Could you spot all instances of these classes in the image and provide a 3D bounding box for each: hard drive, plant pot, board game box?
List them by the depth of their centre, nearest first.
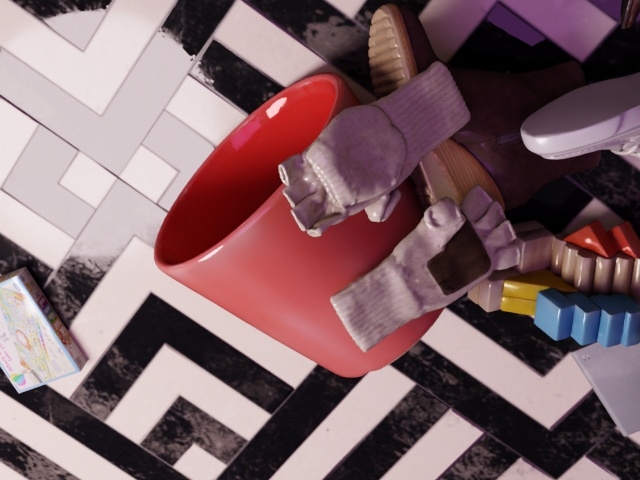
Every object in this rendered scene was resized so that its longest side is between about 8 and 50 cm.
[{"bbox_3d":[0.000,0.000,1.288,0.275,0.275,0.243,-35,116,26],"label":"plant pot"},{"bbox_3d":[0.369,0.161,1.415,0.094,0.022,0.135,-27,109,23],"label":"hard drive"},{"bbox_3d":[-0.386,0.117,1.551,0.103,0.026,0.154,-20,112,21],"label":"board game box"}]

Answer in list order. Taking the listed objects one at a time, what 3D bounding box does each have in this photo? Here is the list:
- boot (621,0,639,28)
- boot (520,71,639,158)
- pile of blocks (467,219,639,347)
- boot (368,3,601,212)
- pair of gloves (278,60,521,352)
[{"bbox_3d":[0.366,-0.247,1.191,0.114,0.037,0.106,14,122,-1],"label":"boot"},{"bbox_3d":[0.333,-0.103,1.205,0.258,0.095,0.123,-20,118,-4],"label":"boot"},{"bbox_3d":[0.340,0.045,1.286,0.362,0.149,0.113,6,119,10],"label":"pile of blocks"},{"bbox_3d":[0.171,-0.151,1.234,0.207,0.090,0.248,-25,107,-16],"label":"boot"},{"bbox_3d":[0.080,-0.028,1.154,0.204,0.042,0.240,-30,116,-13],"label":"pair of gloves"}]
